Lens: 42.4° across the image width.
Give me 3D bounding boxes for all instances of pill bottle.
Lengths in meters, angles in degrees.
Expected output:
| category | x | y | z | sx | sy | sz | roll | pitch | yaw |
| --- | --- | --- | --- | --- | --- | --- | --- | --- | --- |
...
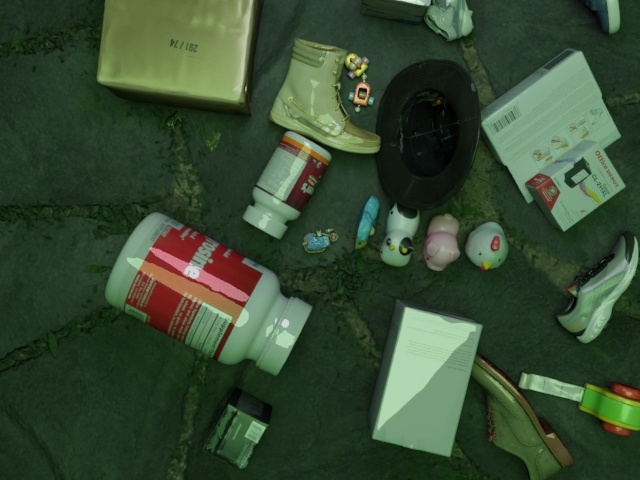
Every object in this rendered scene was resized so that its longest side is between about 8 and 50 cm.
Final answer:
| category | x | y | z | sx | sy | sz | roll | pitch | yaw |
| --- | --- | --- | --- | --- | --- | --- | --- | --- | --- |
| pill bottle | -0.236 | 0.125 | 1.788 | 0.407 | 0.229 | 0.229 | 28 | 91 | -1 |
| pill bottle | -0.077 | -0.122 | 1.836 | 0.121 | 0.121 | 0.221 | 29 | 91 | -1 |

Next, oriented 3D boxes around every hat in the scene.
| category | x | y | z | sx | sy | sz | roll | pitch | yaw |
| --- | --- | --- | --- | --- | --- | --- | --- | --- | --- |
| hat | 0.261 | -0.225 | 1.813 | 0.133 | 0.331 | 0.332 | 8 | 92 | -43 |

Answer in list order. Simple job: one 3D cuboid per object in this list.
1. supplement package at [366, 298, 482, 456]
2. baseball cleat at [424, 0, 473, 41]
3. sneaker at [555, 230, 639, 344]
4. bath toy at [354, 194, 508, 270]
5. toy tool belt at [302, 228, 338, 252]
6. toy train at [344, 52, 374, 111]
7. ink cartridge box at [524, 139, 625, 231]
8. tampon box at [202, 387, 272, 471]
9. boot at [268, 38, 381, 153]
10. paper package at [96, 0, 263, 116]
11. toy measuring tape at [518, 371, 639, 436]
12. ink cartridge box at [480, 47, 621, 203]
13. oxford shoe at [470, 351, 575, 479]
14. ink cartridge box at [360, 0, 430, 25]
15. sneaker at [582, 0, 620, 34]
| category | x | y | z | sx | sy | sz | roll | pitch | yaw |
| --- | --- | --- | --- | --- | --- | --- | --- | --- | --- |
| supplement package | 0.223 | 0.296 | 1.819 | 0.177 | 0.175 | 0.293 | 14 | 91 | -2 |
| baseball cleat | 0.273 | -0.550 | 1.847 | 0.109 | 0.072 | 0.206 | -22 | 91 | -15 |
| sneaker | 0.629 | 0.096 | 1.858 | 0.108 | 0.100 | 0.272 | 30 | 91 | 4 |
| bath toy | 0.253 | -0.002 | 1.838 | 0.348 | 0.129 | 0.152 | 11 | 91 | -1 |
| toy tool belt | 0.000 | 0.000 | 1.874 | 0.083 | 0.051 | 0.052 | -11 | 91 | 0 |
| toy train | 0.050 | -0.369 | 1.869 | 0.166 | 0.046 | 0.125 | 17 | 91 | -1 |
| ink cartridge box | 0.572 | -0.125 | 1.852 | 0.175 | 0.072 | 0.127 | -36 | 103 | 1 |
| tampon box | -0.180 | 0.416 | 1.827 | 0.101 | 0.161 | 0.120 | 28 | 92 | -1 |
| boot | 0.035 | -0.318 | 1.823 | 0.261 | 0.095 | 0.204 | 22 | 110 | 5 |
| paper package | -0.298 | -0.450 | 1.807 | 0.324 | 0.168 | 0.310 | 7 | 90 | 0 |
| toy measuring tape | 0.617 | 0.363 | 1.854 | 0.330 | 0.121 | 0.121 | 16 | 91 | 0 |
| ink cartridge box | 0.516 | -0.258 | 1.870 | 0.275 | 0.060 | 0.239 | -36 | 116 | 0 |
| oxford shoe | 0.419 | 0.400 | 1.852 | 0.130 | 0.123 | 0.348 | -39 | 90 | 6 |
| ink cartridge box | 0.165 | -0.537 | 1.794 | 0.139 | 0.191 | 0.082 | 12 | 91 | -1 |
| sneaker | 0.547 | -0.605 | 1.838 | 0.148 | 0.131 | 0.350 | -24 | 91 | 14 |
